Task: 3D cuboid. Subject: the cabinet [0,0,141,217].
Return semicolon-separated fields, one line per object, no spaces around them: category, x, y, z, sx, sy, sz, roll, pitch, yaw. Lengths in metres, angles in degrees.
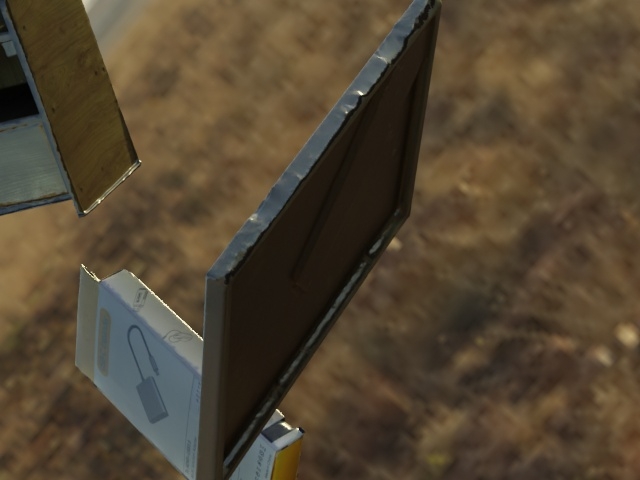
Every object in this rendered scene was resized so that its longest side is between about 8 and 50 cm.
cabinet;-0.296;-0.123;1.758;0.175;0.215;0.148;-11;20;21

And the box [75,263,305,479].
box;-0.108;0.126;1.542;0.033;0.247;0.129;-28;-35;-32

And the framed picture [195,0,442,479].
framed picture;0.000;0.000;1.234;0.289;0.016;0.213;-54;-20;-38
